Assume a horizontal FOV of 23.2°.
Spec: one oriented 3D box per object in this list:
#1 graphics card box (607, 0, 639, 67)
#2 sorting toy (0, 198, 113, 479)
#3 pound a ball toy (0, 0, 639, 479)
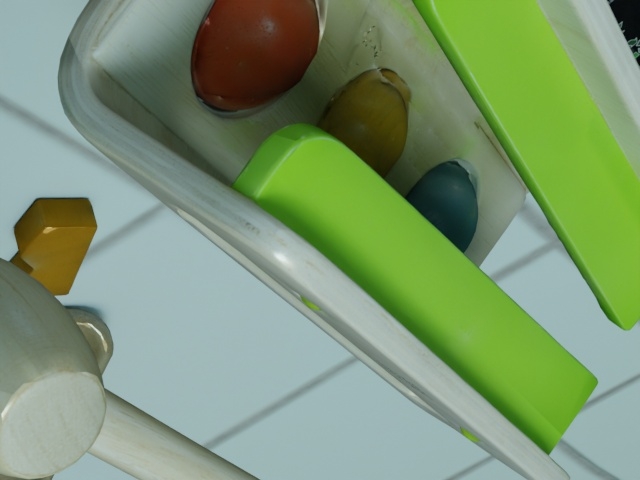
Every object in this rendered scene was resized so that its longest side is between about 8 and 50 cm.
[{"bbox_3d":[0.082,-0.158,0.571,0.233,0.094,0.371,-40,141,27],"label":"graphics card box"},{"bbox_3d":[-0.233,0.089,0.857,0.229,0.041,0.307,-1,144,-28],"label":"sorting toy"},{"bbox_3d":[0.000,0.000,0.526,0.208,0.136,0.319,-54,146,-3],"label":"pound a ball toy"}]
